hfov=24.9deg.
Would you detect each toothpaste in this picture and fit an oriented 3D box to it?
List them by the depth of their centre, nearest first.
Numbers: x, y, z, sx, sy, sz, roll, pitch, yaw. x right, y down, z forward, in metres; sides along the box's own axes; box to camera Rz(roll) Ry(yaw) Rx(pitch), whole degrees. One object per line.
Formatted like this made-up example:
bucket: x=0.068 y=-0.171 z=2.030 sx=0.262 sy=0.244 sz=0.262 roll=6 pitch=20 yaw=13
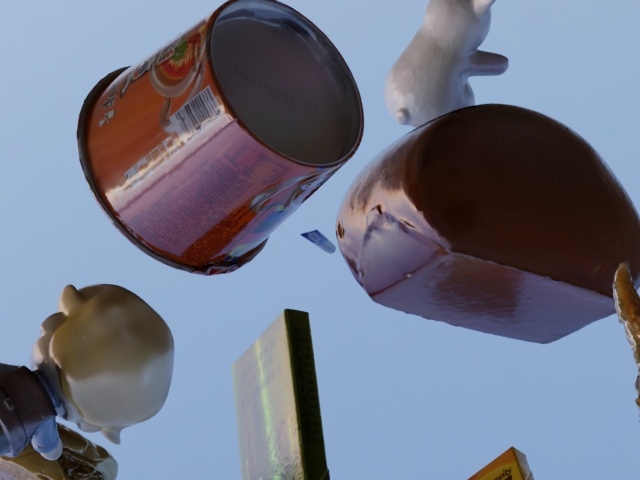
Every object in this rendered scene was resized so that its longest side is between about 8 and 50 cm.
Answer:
toothpaste: x=0.000 y=0.000 z=1.846 sx=0.024 sy=0.015 sz=0.083 roll=-15 pitch=160 yaw=18

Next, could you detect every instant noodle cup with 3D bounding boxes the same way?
instant noodle cup: x=-0.091 y=-0.113 z=1.457 sx=0.192 sy=0.250 sz=0.250 roll=-34 pitch=-178 yaw=41

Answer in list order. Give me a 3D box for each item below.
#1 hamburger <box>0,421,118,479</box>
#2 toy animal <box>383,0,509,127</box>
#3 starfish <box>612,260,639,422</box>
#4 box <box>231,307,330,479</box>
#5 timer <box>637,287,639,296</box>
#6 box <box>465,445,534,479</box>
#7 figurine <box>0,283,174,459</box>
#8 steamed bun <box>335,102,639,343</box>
hamburger: x=-0.384 y=0.312 z=2.011 sx=0.213 sy=0.214 sz=0.108 roll=16 pitch=-121 yaw=30
toy animal: x=0.189 y=-0.286 z=2.010 sx=0.140 sy=0.282 sz=0.138 roll=33 pitch=-163 yaw=27
starfish: x=0.267 y=0.163 z=0.911 sx=0.084 sy=0.301 sz=0.293 roll=-29 pitch=-151 yaw=16
box: x=-0.054 y=0.265 z=1.924 sx=0.043 sy=0.173 sz=0.311 roll=12 pitch=-129 yaw=-27
timer: x=0.603 y=0.028 z=2.177 sx=0.285 sy=0.285 sz=0.285 roll=-1 pitch=-152 yaw=0
box: x=0.244 y=0.421 z=1.938 sx=0.152 sy=0.043 sz=0.269 roll=-39 pitch=-145 yaw=22
figurine: x=-0.203 y=0.114 z=1.109 sx=0.196 sy=0.108 sz=0.114 roll=-32 pitch=-104 yaw=-15
steamed bun: x=0.218 y=-0.036 z=1.833 sx=0.379 sy=0.235 sz=0.248 roll=16 pitch=-119 yaw=-28
